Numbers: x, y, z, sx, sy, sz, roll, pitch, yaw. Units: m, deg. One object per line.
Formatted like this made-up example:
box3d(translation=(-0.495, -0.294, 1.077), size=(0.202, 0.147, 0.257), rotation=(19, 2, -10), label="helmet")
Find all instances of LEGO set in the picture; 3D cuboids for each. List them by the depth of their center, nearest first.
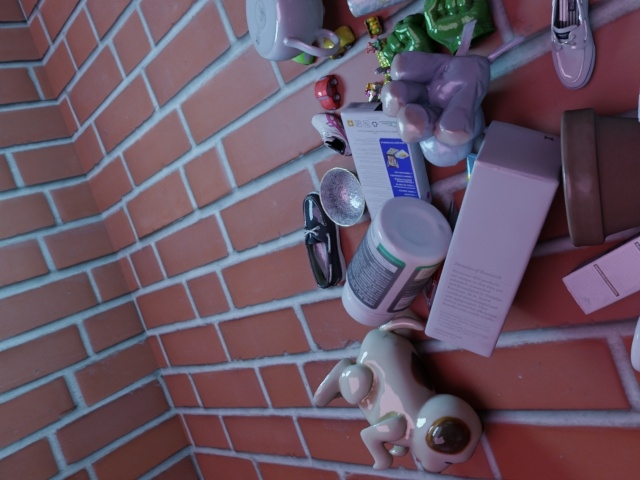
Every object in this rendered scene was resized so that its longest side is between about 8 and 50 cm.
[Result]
box3d(translation=(0.133, -0.419, 1.441), size=(0.132, 0.107, 0.287), rotation=(24, 122, 37), label="LEGO set")

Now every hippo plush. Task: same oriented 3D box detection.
box3d(translation=(0.270, -0.300, 1.258), size=(0.234, 0.236, 0.294), rotation=(27, 81, 20), label="hippo plush")

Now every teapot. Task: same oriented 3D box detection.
box3d(translation=(-0.071, -0.597, 1.492), size=(0.252, 0.187, 0.256), rotation=(16, 116, 62), label="teapot")

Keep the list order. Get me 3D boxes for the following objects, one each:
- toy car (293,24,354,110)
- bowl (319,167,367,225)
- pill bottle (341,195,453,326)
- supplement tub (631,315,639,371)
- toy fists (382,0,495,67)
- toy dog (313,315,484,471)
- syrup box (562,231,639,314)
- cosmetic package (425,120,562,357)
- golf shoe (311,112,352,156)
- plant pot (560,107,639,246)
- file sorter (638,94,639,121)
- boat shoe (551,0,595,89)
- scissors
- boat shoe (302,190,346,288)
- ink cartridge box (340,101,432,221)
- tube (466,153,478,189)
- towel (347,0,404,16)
box3d(translation=(-0.020, -0.509, 1.596), size=(0.225, 0.053, 0.239), rotation=(36, 128, 29), label="toy car")
box3d(translation=(0.085, -0.132, 1.627), size=(0.170, 0.080, 0.170), rotation=(19, 118, 39), label="bowl")
box3d(translation=(0.185, 0.069, 1.493), size=(0.204, 0.204, 0.361), rotation=(49, 145, 19), label="pill bottle")
box3d(translation=(0.721, 0.210, 1.083), size=(0.199, 0.144, 0.145), rotation=(13, 115, 41), label="supplement tub")
box3d(translation=(0.258, -0.478, 1.301), size=(0.279, 0.096, 0.142), rotation=(-25, 88, 48), label="toy fists")
box3d(translation=(0.261, 0.460, 1.595), size=(0.408, 0.284, 0.395), rotation=(38, 93, 30), label="toy dog")
box3d(translation=(0.627, 0.051, 1.148), size=(0.237, 0.093, 0.096), rotation=(-42, 75, 45), label="syrup box")
box3d(translation=(0.372, 0.002, 1.230), size=(0.161, 0.230, 0.454), rotation=(19, 126, 15), label="cosmetic package")
box3d(translation=(0.033, -0.304, 1.605), size=(0.186, 0.085, 0.068), rotation=(41, 132, 28), label="golf shoe")
box3d(translation=(0.579, -0.127, 1.046), size=(0.229, 0.263, 0.263), rotation=(-5, 103, 27), label="plant pot")
box3d(translation=(0.633, -0.347, 0.913), size=(0.173, 0.192, 0.278), rotation=(8, 112, 40), label="file sorter")
box3d(translation=(0.485, -0.411, 1.115), size=(0.083, 0.075, 0.227), rotation=(2, 107, 45), label="boat shoe")
box3d(translation=(0.319, 0.048, 1.469), size=(0.021, 0.109, 0.297), rotation=(9, 118, -3), label="scissors")
box3d(translation=(0.000, 0.000, 1.756), size=(0.114, 0.091, 0.303), rotation=(-15, 96, 47), label="boat shoe")
box3d(translation=(0.181, -0.179, 1.459), size=(0.175, 0.069, 0.371), rotation=(9, 133, 34), label="ink cartridge box")
box3d(translation=(0.383, -0.105, 1.368), size=(0.080, 0.052, 0.207), rotation=(9, 110, 25), label="tube")
box3d(translation=(0.187, -0.711, 1.214), size=(0.320, 0.090, 0.375), rotation=(-9, 89, 33), label="towel")
